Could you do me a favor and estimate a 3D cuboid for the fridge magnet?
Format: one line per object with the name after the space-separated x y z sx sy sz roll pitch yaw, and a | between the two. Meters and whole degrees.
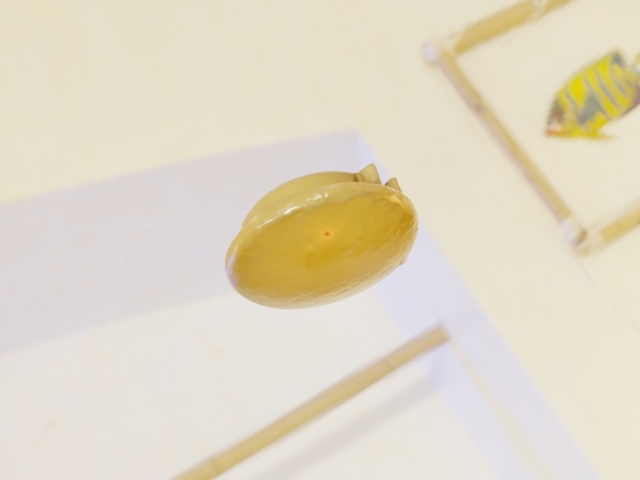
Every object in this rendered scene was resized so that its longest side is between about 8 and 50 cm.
0.000 0.000 1.078 0.143 0.063 0.143 -13 -30 -8 | fridge magnet
